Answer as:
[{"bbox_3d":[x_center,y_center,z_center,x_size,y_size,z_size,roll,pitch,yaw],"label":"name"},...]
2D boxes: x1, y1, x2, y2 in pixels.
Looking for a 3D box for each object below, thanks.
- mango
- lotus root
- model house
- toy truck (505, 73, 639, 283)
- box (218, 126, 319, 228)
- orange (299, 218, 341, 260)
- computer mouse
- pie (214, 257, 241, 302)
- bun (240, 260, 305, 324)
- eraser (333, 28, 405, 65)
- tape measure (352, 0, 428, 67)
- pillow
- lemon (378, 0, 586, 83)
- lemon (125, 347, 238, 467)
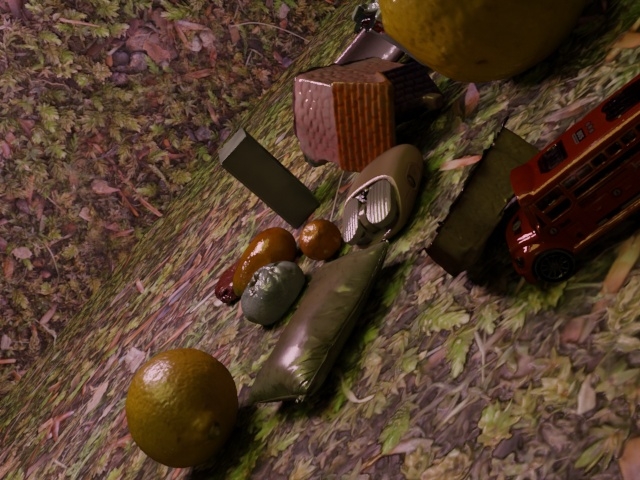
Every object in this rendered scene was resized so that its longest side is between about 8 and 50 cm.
[{"bbox_3d":[-0.118,0.045,1.667,0.165,0.089,0.115,-48,27,12],"label":"mango"},{"bbox_3d":[0.198,-0.035,1.049,0.261,0.074,0.170,-52,-6,-30],"label":"lotus root"},{"bbox_3d":[0.108,-0.243,1.614,0.237,0.202,0.237,-18,28,-33],"label":"model house"},{"bbox_3d":[0.299,-0.068,0.897,0.252,0.114,0.107,-40,19,24],"label":"toy truck"},{"bbox_3d":[-0.117,-0.140,1.809,0.086,0.225,0.129,-47,18,6],"label":"box"},{"bbox_3d":[0.000,0.000,1.510,0.083,0.070,0.083,-31,34,25],"label":"orange"},{"bbox_3d":[0.109,-0.086,1.421,0.145,0.082,0.236,-31,24,40],"label":"computer mouse"},{"bbox_3d":[-0.178,0.077,1.807,0.153,0.038,0.153,-40,19,17],"label":"pie"},{"bbox_3d":[-0.097,0.091,1.526,0.141,0.083,0.141,-45,16,17],"label":"bun"},{"bbox_3d":[0.130,-0.449,1.934,0.359,0.122,0.272,-46,6,28],"label":"eraser"},{"bbox_3d":[0.212,-0.466,1.578,0.125,0.243,0.246,22,90,55],"label":"tape measure"},{"bbox_3d":[-0.005,0.131,1.249,0.185,0.075,0.302,-25,28,53],"label":"pillow"},{"bbox_3d":[0.268,-0.434,1.354,0.350,0.349,0.387,-62,0,-36],"label":"lemon"},{"bbox_3d":[-0.221,0.267,1.296,0.187,0.187,0.244,-50,24,-7],"label":"lemon"}]
